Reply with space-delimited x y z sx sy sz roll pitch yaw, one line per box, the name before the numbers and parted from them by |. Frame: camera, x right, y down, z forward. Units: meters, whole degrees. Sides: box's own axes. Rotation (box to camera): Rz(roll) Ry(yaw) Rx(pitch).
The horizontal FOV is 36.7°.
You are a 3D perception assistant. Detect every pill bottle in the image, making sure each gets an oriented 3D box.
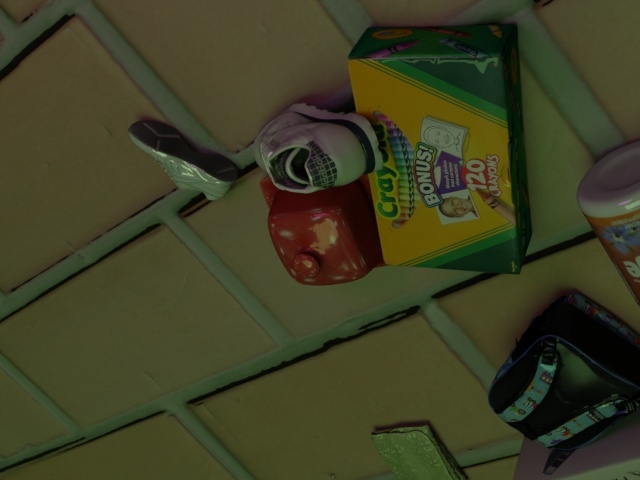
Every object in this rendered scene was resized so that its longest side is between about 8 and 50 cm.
pill bottle | 0.372 0.008 1.021 0.121 0.121 0.216 -21 116 36

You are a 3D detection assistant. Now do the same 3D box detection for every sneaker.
sneaker | -0.029 -0.098 1.091 0.235 0.094 0.090 6 124 61
sneaker | -0.184 -0.099 1.244 0.152 0.054 0.061 31 136 -2

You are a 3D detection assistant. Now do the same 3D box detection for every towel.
towel | 0.149 0.336 1.461 0.110 0.027 0.148 -17 118 36

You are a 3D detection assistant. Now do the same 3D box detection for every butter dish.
butter dish | 0.000 0.000 1.193 0.160 0.118 0.160 -7 124 30

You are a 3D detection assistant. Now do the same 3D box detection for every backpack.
backpack | 0.299 0.171 1.192 0.158 0.117 0.173 32 133 -2

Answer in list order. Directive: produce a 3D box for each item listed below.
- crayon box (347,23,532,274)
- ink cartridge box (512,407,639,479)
crayon box | 0.139 -0.097 1.072 0.165 0.081 0.279 4 128 23
ink cartridge box | 0.363 0.288 1.159 0.296 0.261 0.066 -29 111 39
